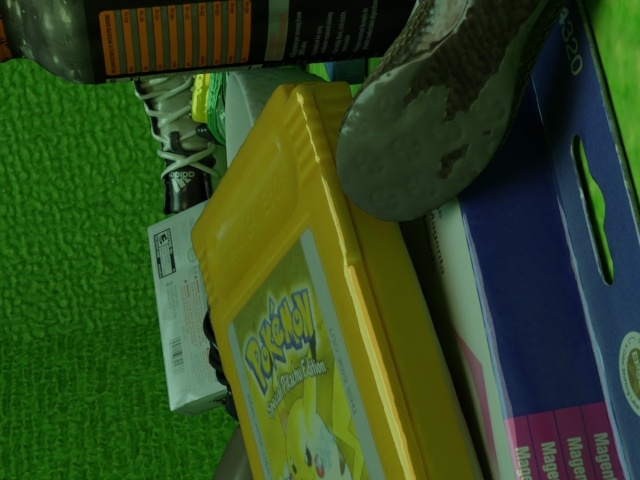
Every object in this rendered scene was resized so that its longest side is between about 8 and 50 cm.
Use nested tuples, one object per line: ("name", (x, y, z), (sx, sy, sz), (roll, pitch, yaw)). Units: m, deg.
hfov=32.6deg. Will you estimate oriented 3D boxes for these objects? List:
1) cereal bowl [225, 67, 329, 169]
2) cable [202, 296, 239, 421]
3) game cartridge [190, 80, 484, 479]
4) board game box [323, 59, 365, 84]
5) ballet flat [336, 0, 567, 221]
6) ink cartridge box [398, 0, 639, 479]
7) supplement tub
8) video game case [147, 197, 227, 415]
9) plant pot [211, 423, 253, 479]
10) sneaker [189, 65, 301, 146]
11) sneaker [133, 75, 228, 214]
("cereal bowl", (0.000, 0.000, 1.036), (0.339, 0.141, 0.338), (173, 90, -80))
("cable", (-0.089, 0.071, 1.056), (0.150, 0.047, 0.184), (93, 167, -49))
("game cartridge", (-0.006, 0.086, 0.753), (0.285, 0.053, 0.323), (-50, 55, 60))
("board game box", (0.013, -0.282, 1.057), (0.211, 0.039, 0.160), (94, 165, -44))
("ballet flat", (0.079, -0.111, 0.572), (0.058, 0.084, 0.249), (-66, 2, -52))
("ink cartridge box", (0.100, 0.022, 0.685), (0.330, 0.072, 0.324), (107, 154, -71))
("supplement tub", (-0.077, -0.216, 0.739), (0.207, 0.338, 0.207), (174, 90, -80))
("video game case", (-0.101, 0.065, 1.434), (0.061, 0.244, 0.269), (26, -133, -54))
("plant pot", (-0.062, 0.368, 1.462), (0.263, 0.263, 0.229), (-161, 80, -79))
("sneaker", (-0.074, -0.282, 1.428), (0.146, 0.134, 0.343), (21, 116, 38))
("sneaker", (-0.181, -0.181, 1.547), (0.447, 0.169, 0.257), (45, -137, -63))
